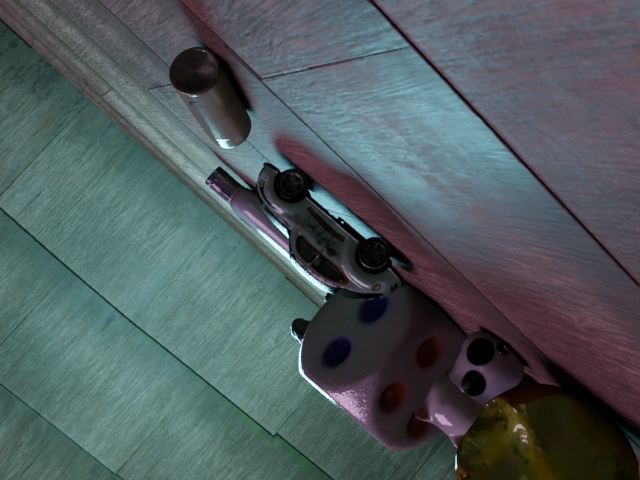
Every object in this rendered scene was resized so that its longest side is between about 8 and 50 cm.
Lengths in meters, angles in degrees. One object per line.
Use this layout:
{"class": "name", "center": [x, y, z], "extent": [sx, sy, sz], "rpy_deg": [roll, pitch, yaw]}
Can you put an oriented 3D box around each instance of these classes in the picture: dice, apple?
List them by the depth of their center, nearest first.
{"class": "apple", "center": [0.333, 0.332, 1.420], "extent": [0.226, 0.246, 0.246], "rpy_deg": [23, 163, 45]}
{"class": "dice", "center": [0.127, 0.226, 1.847], "extent": [0.243, 0.251, 0.259], "rpy_deg": [30, 168, 50]}

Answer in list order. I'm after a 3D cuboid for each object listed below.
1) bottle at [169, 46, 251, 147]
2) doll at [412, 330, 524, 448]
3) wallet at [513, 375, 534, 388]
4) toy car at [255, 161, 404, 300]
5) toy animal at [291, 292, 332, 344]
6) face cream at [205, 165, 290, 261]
{"class": "bottle", "center": [-0.153, -0.199, 1.408], "extent": [0.072, 0.072, 0.201], "rpy_deg": [39, 173, 17]}
{"class": "doll", "center": [0.244, 0.235, 1.591], "extent": [0.110, 0.181, 0.107], "rpy_deg": [38, -174, 13]}
{"class": "wallet", "center": [0.362, 0.283, 1.767], "extent": [0.168, 0.052, 0.245], "rpy_deg": [40, 177, 42]}
{"class": "toy car", "center": [0.000, 0.000, 1.628], "extent": [0.306, 0.125, 0.136], "rpy_deg": [39, 174, 7]}
{"class": "toy animal", "center": [0.098, 0.187, 2.071], "extent": [0.343, 0.168, 0.106], "rpy_deg": [27, -176, -36]}
{"class": "face cream", "center": [-0.140, -0.058, 2.275], "extent": [0.291, 0.071, 0.144], "rpy_deg": [42, 173, -2]}
